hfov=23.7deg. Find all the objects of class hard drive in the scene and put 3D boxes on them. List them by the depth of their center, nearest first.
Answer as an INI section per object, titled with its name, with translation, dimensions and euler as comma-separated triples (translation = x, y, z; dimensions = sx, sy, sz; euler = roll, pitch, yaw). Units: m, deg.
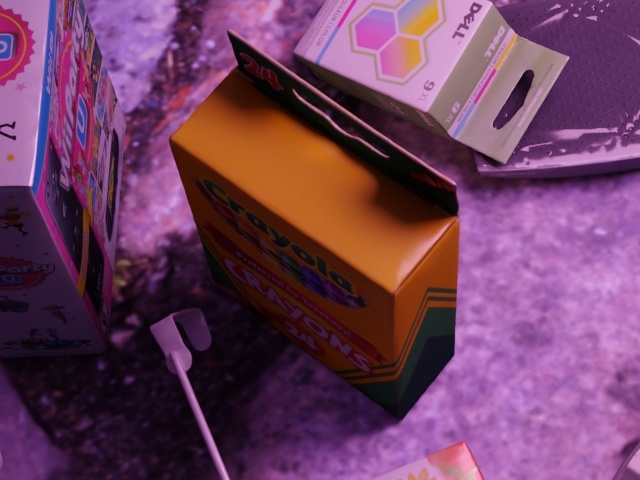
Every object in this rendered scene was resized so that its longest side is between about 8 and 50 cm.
[hard drive]
translation = 0.248, -0.136, 1.318
dimensions = 0.254, 0.054, 0.172
euler = -9, 64, 1

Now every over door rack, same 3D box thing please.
[over door rack]
translation = -0.159, 0.234, 1.097
dimensions = 0.239, 0.108, 0.324
euler = -29, 64, 18

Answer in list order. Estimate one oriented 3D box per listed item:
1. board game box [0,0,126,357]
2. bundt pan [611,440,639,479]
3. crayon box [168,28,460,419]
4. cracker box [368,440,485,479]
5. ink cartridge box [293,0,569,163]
[board game box]
translation = -0.227, -0.066, 1.182
dimensions = 0.097, 0.303, 0.224
euler = -1, 65, 3
[bundt pan]
translation = 0.320, 0.146, 1.045
dimensions = 0.124, 0.331, 0.331
euler = 40, 73, 6
[crayon box]
translation = 0.000, 0.000, 1.125
dimensions = 0.202, 0.318, 0.081
euler = 35, 72, 19
[cracker box]
translation = 0.035, 0.269, 1.134
dimensions = 0.232, 0.067, 0.156
euler = -21, 64, -7
[ink cartridge box]
translation = 0.091, -0.158, 1.292
dimensions = 0.209, 0.062, 0.109
euler = 29, 84, 34
